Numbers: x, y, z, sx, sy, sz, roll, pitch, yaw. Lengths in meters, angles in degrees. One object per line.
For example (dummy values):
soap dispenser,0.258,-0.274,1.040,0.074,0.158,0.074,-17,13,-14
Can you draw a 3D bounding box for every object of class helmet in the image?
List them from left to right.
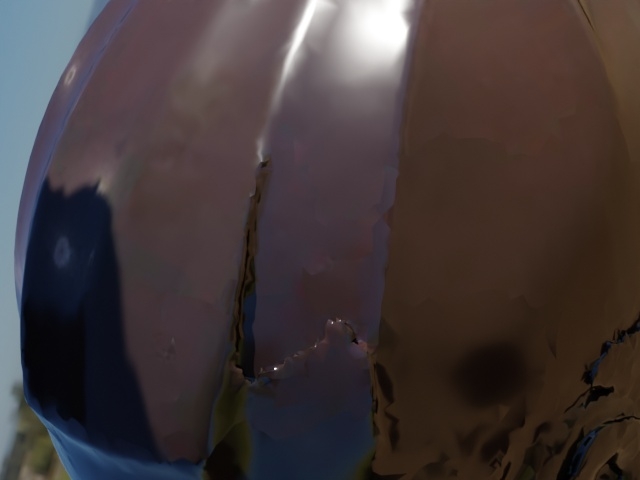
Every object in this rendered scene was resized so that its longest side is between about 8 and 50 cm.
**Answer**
helmet,0.000,0.000,0.559,0.225,0.177,0.305,9,61,38
